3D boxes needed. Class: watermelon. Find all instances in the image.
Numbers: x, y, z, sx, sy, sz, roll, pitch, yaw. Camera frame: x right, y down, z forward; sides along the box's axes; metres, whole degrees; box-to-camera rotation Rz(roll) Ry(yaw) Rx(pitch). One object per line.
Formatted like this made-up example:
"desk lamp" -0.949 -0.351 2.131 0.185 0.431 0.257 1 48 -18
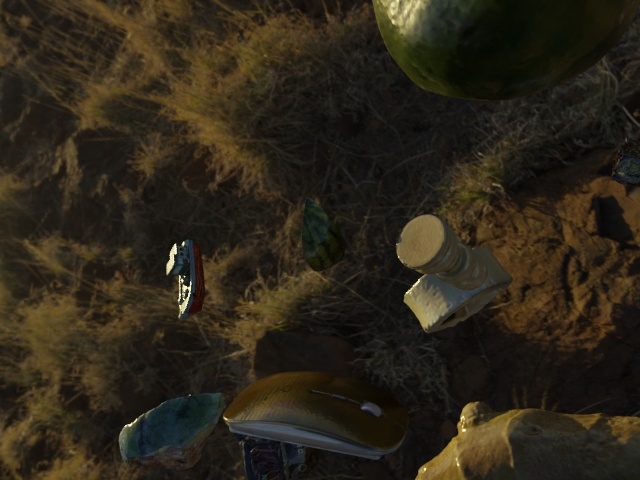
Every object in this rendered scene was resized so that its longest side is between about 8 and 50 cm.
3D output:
"watermelon" -0.227 0.331 0.903 0.187 0.139 0.071 -24 39 1
"watermelon" 0.012 0.004 1.060 0.069 0.163 0.087 -3 46 15

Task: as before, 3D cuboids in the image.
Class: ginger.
"ginger" 0.288 0.294 0.701 0.354 0.126 0.189 -13 62 14

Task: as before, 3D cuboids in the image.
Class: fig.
"fig" 0.116 -0.188 0.344 0.196 0.245 0.195 3 102 12

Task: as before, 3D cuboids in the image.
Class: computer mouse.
"computer mouse" -0.008 0.224 0.727 0.245 0.126 0.056 4 109 21

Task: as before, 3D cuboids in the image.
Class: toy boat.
"toy boat" -0.266 0.076 1.084 0.069 0.059 0.172 -46 47 44

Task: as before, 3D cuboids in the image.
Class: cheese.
"cheese" 0.450 0.158 1.788 0.153 0.332 0.292 60 136 23

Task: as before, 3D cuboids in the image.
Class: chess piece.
"chess piece" 0.212 0.029 0.909 0.094 0.170 0.094 -24 53 37

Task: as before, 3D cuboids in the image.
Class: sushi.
"sushi" 0.780 -0.198 1.384 0.098 0.084 0.094 29 143 10

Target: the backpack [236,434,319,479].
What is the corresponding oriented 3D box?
"backpack" -0.083 0.443 1.140 0.106 0.165 0.119 -170 67 -81
